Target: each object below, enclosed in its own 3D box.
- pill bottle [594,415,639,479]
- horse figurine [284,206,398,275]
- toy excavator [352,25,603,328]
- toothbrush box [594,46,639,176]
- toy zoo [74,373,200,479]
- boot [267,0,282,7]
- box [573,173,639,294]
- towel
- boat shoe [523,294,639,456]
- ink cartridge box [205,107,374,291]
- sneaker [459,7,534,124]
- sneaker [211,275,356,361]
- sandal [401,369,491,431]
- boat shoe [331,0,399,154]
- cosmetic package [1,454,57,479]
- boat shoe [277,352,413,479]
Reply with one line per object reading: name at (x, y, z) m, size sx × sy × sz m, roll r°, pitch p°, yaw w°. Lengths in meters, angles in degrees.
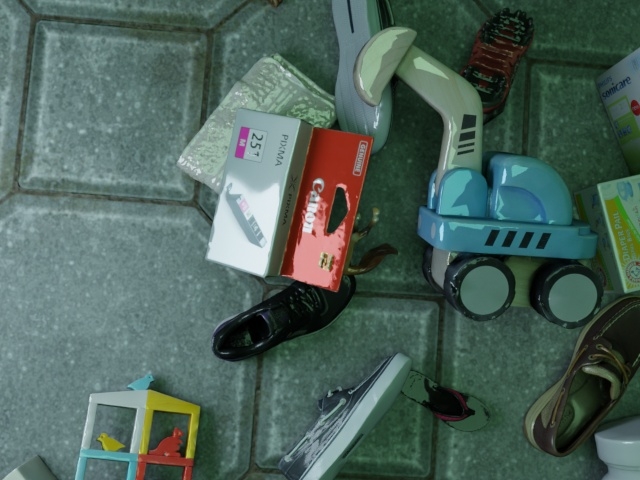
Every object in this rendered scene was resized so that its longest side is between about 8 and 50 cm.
pill bottle at (0.597, 0.495, 1.200) m, size 0.210 × 0.210 × 0.363 m, roll -12°, pitch 86°, yaw -4°
horse figurine at (0.000, 0.000, 1.255) m, size 0.263 × 0.066 × 0.175 m, roll 20°, pitch 66°, yaw 18°
toy excavator at (0.255, -0.107, 1.178) m, size 0.432 × 0.222 × 0.446 m, roll 5°, pitch 98°, yaw -4°
toothbrush box at (0.633, -0.206, 1.261) m, size 0.122 × 0.206 × 0.283 m, roll -18°, pitch 87°, yaw -4°
toy zoo at (-0.312, 0.374, 1.199) m, size 0.192 × 0.030 × 0.293 m, roll 12°, pitch 68°, yaw -17°
boot at (-0.059, -0.545, 1.320) m, size 0.152 × 0.073 × 0.197 m, roll -18°, pitch 89°, yaw -9°
box at (0.558, -0.010, 1.291) m, size 0.114 × 0.103 × 0.203 m, roll -13°, pitch 86°, yaw -4°
towel at (-0.107, -0.193, 1.299) m, size 0.187 × 0.049 × 0.282 m, roll 37°, pitch 85°, yaw 1°
boat shoe at (0.501, 0.243, 1.257) m, size 0.123 × 0.123 × 0.342 m, roll 42°, pitch 85°, yaw 1°
ink cartridge box at (-0.057, -0.069, 1.198) m, size 0.238 × 0.060 × 0.275 m, roll 14°, pitch 94°, yaw 25°
sneaker at (0.316, -0.313, 1.309) m, size 0.097 × 0.135 × 0.276 m, roll 23°, pitch 61°, yaw 11°
sneaker at (-0.057, 0.135, 1.235) m, size 0.283 × 0.124 × 0.107 m, roll -30°, pitch 88°, yaw -5°
sandal at (0.225, 0.295, 1.280) m, size 0.179 × 0.040 × 0.067 m, roll 27°, pitch 84°, yaw -1°
boat shoe at (0.102, -0.319, 1.280) m, size 0.119 × 0.121 × 0.336 m, roll 2°, pitch 84°, yaw -42°
cosmetic package at (-0.460, 0.540, 1.188) m, size 0.160 × 0.113 × 0.309 m, roll -40°, pitch 89°, yaw -6°
boat shoe at (0.041, 0.305, 1.243) m, size 0.102 × 0.108 × 0.301 m, roll 37°, pitch 86°, yaw 25°
